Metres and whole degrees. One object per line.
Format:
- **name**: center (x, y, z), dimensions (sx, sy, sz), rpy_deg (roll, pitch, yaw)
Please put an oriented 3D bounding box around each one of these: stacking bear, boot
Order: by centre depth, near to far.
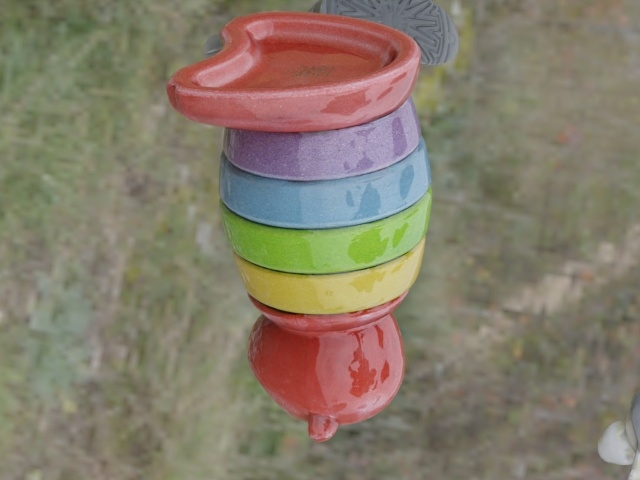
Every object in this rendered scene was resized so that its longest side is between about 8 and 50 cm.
- **stacking bear**: center (0.000, 0.000, 1.443), dimensions (0.175, 0.164, 0.289), rpy_deg (-54, 144, -59)
- **boot**: center (0.010, -0.197, 2.028), dimensions (0.189, 0.208, 0.076), rpy_deg (11, 72, -31)

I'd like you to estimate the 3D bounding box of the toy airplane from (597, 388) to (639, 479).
- **toy airplane**: center (0.316, 0.233, 1.158), dimensions (0.272, 0.386, 0.384), rpy_deg (-19, 129, -31)
